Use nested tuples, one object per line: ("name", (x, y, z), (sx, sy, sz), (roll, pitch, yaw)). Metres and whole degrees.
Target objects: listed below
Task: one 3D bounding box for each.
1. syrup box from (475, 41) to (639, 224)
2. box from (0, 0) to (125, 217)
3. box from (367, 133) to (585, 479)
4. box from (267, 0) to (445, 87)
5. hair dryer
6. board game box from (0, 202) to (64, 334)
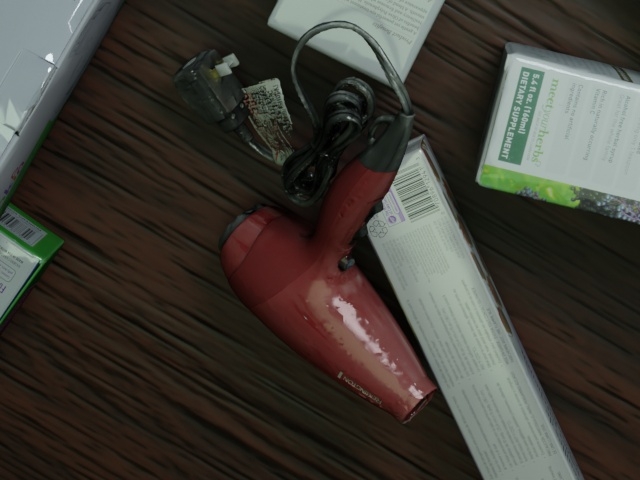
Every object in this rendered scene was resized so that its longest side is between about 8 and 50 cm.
("syrup box", (0.232, -0.063, 1.022), (0.237, 0.096, 0.093), (14, 104, 3))
("box", (-0.282, -0.141, 0.995), (0.231, 0.127, 0.262), (29, 85, -3))
("box", (0.113, 0.081, 1.084), (0.067, 0.063, 0.324), (-25, 100, 12))
("box", (0.030, -0.167, 1.012), (0.101, 0.102, 0.087), (26, 102, -2))
("hair dryer", (0.000, 0.000, 1.009), (0.080, 0.224, 0.293), (-34, 111, -28))
("board game box", (-0.383, 0.061, 1.123), (0.242, 0.064, 0.316), (36, 104, -4))
